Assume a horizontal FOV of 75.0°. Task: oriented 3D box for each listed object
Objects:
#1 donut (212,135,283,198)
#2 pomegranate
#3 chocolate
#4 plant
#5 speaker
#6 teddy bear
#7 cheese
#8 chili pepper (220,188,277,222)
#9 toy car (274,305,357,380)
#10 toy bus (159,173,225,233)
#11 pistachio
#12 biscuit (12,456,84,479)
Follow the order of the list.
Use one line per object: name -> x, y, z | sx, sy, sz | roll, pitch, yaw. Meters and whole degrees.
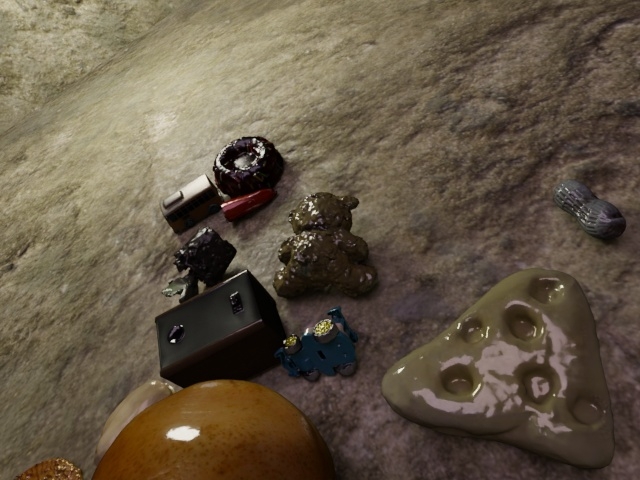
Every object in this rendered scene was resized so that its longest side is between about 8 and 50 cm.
donut -> -0.234, -0.237, 1.307 | 0.234, 0.089, 0.235 | -7, 54, 10
pomegranate -> -0.124, 0.414, 0.596 | 0.416, 0.417, 0.417 | -11, 51, 15
chocolate -> 0.553, -0.065, 0.864 | 0.072, 0.072, 0.167 | -28, 49, 1
plant -> -0.316, 0.069, 1.079 | 0.142, 0.131, 0.203 | 0, 58, 61
speaker -> -0.207, 0.205, 0.899 | 0.230, 0.193, 0.153 | -28, 50, 2
teddy bear -> 0.000, 0.000, 0.995 | 0.266, 0.156, 0.256 | -7, 51, 20
cheese -> 0.304, 0.185, 0.740 | 0.350, 0.130, 0.329 | 5, 59, 24
chili pepper -> -0.205, -0.113, 1.234 | 0.168, 0.065, 0.088 | -23, 23, -4
toy car -> -0.004, 0.217, 0.868 | 0.161, 0.126, 0.098 | -21, 27, 20
toy bus -> -0.398, -0.113, 1.278 | 0.182, 0.103, 0.091 | -33, 49, -3
pistachio -> -0.373, 0.398, 0.874 | 0.145, 0.117, 0.201 | 22, 58, 25
biscuit -> -0.606, 0.594, 0.875 | 0.253, 0.035, 0.254 | -11, 51, 14
